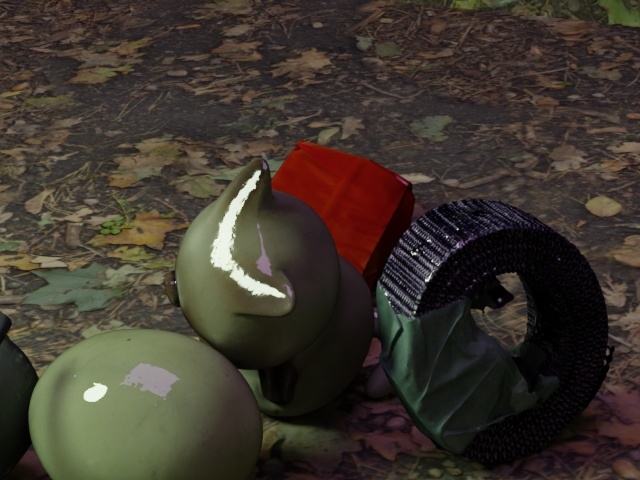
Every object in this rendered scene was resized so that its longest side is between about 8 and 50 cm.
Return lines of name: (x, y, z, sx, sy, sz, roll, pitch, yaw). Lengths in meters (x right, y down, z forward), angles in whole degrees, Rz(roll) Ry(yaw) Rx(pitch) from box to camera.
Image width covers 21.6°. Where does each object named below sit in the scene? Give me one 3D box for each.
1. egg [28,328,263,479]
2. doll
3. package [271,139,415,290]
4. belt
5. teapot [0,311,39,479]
egg: (-0.193, 0.205, 1.846, 0.269, 0.219, 0.219, 5, 27, 30)
doll: (-0.055, 0.074, 1.976, 0.226, 0.370, 0.215, -14, 65, 17)
package: (0.000, 0.000, 2.320, 0.196, 0.123, 0.423, 18, 31, 10)
belt: (0.194, 0.103, 1.894, 0.260, 0.325, 0.122, -37, 37, -9)
teapot: (-0.419, 0.224, 1.831, 0.305, 0.223, 0.285, -20, 27, 27)
